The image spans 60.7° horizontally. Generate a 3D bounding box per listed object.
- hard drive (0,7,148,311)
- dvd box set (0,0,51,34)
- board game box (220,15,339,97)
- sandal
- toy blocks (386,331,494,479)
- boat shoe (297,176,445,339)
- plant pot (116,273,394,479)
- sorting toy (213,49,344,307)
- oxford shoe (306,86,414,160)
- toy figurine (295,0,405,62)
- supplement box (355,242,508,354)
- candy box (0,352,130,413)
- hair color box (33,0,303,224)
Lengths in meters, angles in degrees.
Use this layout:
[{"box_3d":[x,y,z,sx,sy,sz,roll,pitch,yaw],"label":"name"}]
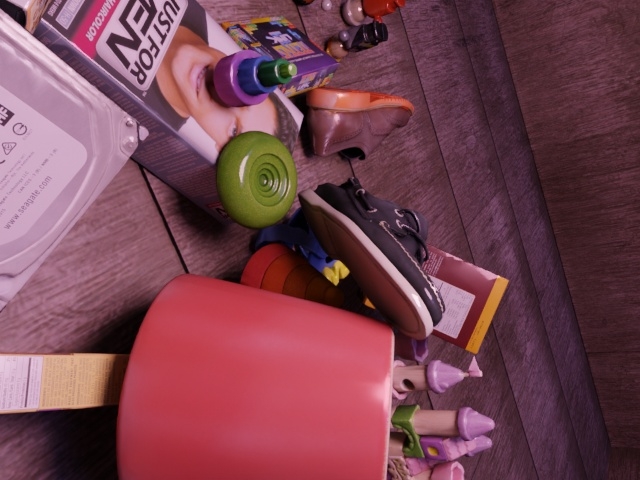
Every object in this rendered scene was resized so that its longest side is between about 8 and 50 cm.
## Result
[{"box_3d":[-0.326,-0.097,0.396,0.237,0.064,0.339,-51,137,-4],"label":"hard drive"},{"box_3d":[-0.346,-0.412,0.500,0.308,0.062,0.420,23,60,-22],"label":"dvd box set"},{"box_3d":[-0.068,-0.305,0.898,0.141,0.048,0.170,40,38,8],"label":"board game box"},{"box_3d":[0.000,0.000,0.908,0.317,0.126,0.138,-39,106,-53],"label":"sandal"},{"box_3d":[0.173,0.335,0.928,0.309,0.260,0.288,-38,112,-52],"label":"toy blocks"},{"box_3d":[0.077,-0.002,0.686,0.113,0.340,0.127,-26,114,-10],"label":"boat shoe"},{"box_3d":[-0.046,0.178,0.597,0.275,0.243,0.275,4,90,-82],"label":"plant pot"},{"box_3d":[-0.039,-0.051,0.676,0.127,0.126,0.365,-23,110,-43],"label":"sorting toy"},{"box_3d":[0.080,-0.235,1.108,0.364,0.130,0.132,-16,118,-54],"label":"oxford shoe"},{"box_3d":[0.052,-0.494,1.102,0.213,0.148,0.209,48,51,-38],"label":"toy figurine"},{"box_3d":[0.179,0.082,0.940,0.191,0.194,0.129,98,16,-89],"label":"supplement box"},{"box_3d":[-0.273,0.130,0.501,0.187,0.109,0.053,17,67,-50],"label":"candy box"},{"box_3d":[-0.191,-0.197,0.700,0.374,0.114,0.185,40,52,-42],"label":"hair color box"}]
